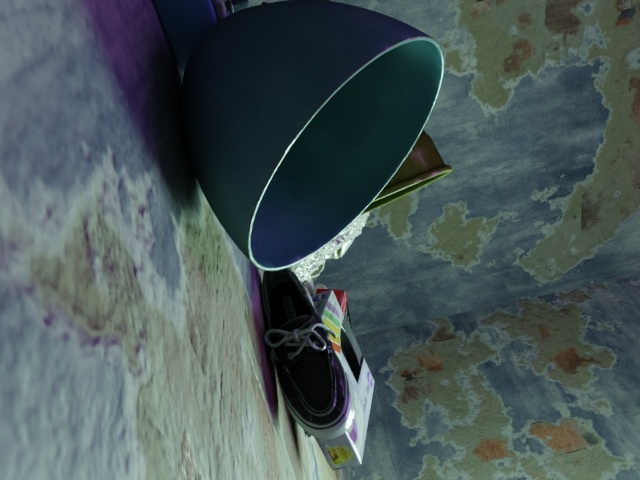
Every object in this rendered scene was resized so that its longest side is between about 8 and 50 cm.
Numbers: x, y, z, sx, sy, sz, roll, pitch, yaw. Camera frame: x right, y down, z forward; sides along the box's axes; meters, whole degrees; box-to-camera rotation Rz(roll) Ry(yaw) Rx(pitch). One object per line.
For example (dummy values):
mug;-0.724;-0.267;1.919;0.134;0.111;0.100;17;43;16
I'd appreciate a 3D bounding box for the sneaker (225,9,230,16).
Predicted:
sneaker;-0.105;-0.185;0.817;0.107;0.110;0.275;-117;-166;-86

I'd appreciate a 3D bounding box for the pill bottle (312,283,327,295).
pill bottle;0.005;0.167;1.724;0.083;0.044;0.043;74;3;-53

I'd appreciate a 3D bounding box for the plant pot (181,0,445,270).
plant pot;-0.035;-0.140;0.637;0.195;0.290;0.290;42;-12;17

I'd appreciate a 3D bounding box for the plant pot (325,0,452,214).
plant pot;-0.014;-0.203;1.023;0.366;0.367;0.352;80;-14;-89

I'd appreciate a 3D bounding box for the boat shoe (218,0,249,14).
boat shoe;-0.190;-0.505;1.459;0.254;0.079;0.095;78;0;-65

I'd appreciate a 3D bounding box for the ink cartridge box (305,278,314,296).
ink cartridge box;-0.053;0.158;1.771;0.115;0.067;0.198;-95;172;-73

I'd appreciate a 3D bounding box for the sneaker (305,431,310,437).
sneaker;0.008;0.369;1.330;0.321;0.125;0.180;59;20;-55

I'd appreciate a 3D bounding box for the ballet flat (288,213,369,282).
ballet flat;0.000;0.000;1.415;0.409;0.147;0.146;-35;118;-53

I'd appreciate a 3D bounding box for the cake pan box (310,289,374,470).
cake pan box;0.022;0.258;1.139;0.267;0.070;0.245;-63;133;-66

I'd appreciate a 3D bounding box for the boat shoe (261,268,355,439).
boat shoe;-0.030;0.162;0.938;0.104;0.113;0.306;68;4;-48

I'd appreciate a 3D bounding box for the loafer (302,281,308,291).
loafer;-0.053;0.110;1.421;0.096;0.084;0.267;76;2;-65

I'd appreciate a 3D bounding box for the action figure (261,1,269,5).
action figure;-0.089;-0.318;1.192;0.091;0.139;0.280;-128;-128;-76

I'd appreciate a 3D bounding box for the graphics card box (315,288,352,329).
graphics card box;0.031;0.331;1.710;0.370;0.094;0.232;76;22;-54

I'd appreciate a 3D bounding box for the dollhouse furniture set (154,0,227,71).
dollhouse furniture set;-0.106;-0.396;0.676;0.303;0.198;0.286;79;0;-50
